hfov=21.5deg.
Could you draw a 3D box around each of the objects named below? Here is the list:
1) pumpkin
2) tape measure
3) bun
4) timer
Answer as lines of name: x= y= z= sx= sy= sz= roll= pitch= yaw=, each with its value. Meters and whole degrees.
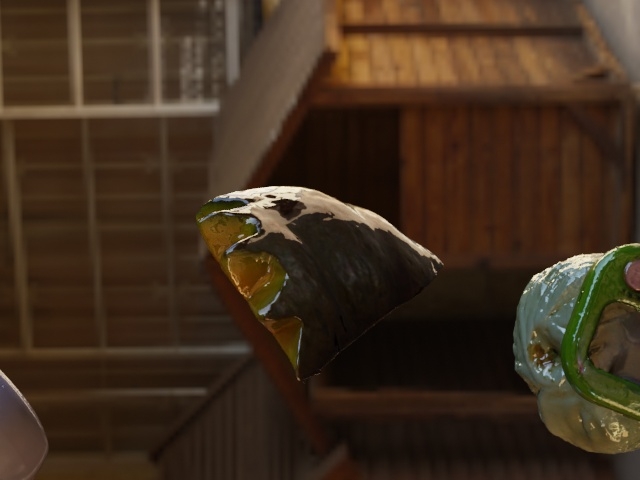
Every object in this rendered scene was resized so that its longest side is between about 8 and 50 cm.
pumpkin: x=0.000 y=0.000 z=1.246 sx=0.130 sy=0.149 sz=0.254 roll=63 pitch=178 yaw=-9
tape measure: x=-0.358 y=0.173 z=1.645 sx=0.105 sy=0.196 sz=0.178 roll=-42 pitch=-16 yaw=-24
bun: x=0.258 y=0.112 z=1.618 sx=0.195 sy=0.118 sz=0.195 roll=15 pitch=110 yaw=47
timer: x=0.256 y=0.075 z=1.280 sx=0.047 sy=0.140 sz=0.128 roll=144 pitch=148 yaw=-81
